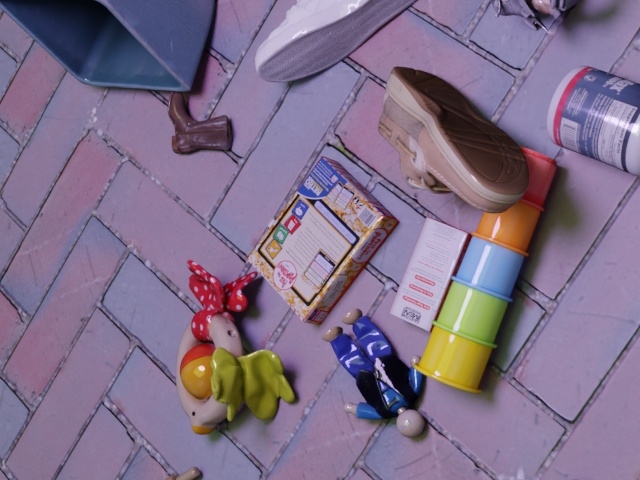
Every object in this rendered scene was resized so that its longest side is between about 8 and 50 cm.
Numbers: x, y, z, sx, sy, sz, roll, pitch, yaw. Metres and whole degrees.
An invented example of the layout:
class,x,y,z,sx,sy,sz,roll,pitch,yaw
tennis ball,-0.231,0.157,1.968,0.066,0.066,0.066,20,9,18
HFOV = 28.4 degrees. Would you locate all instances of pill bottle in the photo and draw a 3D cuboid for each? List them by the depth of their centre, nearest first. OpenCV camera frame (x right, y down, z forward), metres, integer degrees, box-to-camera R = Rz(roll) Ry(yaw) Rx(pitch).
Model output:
class,x,y,z,sx,sy,sz,roll,pitch,yaw
pill bottle,0.377,-0.137,1.533,0.180,0.108,0.108,27,97,34

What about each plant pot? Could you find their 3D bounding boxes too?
class,x,y,z,sx,sy,sz,roll,pitch,yaw
plant pot,-0.311,-0.410,1.983,0.248,0.247,0.252,8,67,35

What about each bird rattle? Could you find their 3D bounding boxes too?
class,x,y,z,sx,sy,sz,roll,pitch,yaw
bird rattle,-0.162,0.166,1.840,0.207,0.143,0.253,-53,53,34

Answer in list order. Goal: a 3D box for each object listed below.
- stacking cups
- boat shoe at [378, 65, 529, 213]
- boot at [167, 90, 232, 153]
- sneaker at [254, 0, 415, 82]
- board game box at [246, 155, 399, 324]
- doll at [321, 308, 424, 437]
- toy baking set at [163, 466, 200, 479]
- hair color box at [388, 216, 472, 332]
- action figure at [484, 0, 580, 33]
class,x,y,z,sx,sy,sz,roll,pitch,yaw
stacking cups,0.221,0.036,1.617,0.096,0.096,0.316,25,95,35
boat shoe,0.164,-0.112,1.633,0.341,0.122,0.110,-117,44,-57
boot,-0.184,-0.189,1.971,0.114,0.037,0.106,-4,92,37
sneaker,0.010,-0.366,1.839,0.293,0.108,0.169,-32,62,15
board game box,0.000,0.000,1.804,0.193,0.045,0.147,-53,58,15
doll,0.078,0.189,1.713,0.129,0.046,0.189,-41,67,11
toy baking set,-0.229,0.460,1.882,0.256,0.030,0.196,-31,65,26
hair color box,0.153,0.047,1.690,0.072,0.043,0.141,24,94,35
action figure,0.330,-0.370,1.608,0.285,0.099,0.185,-30,47,17
